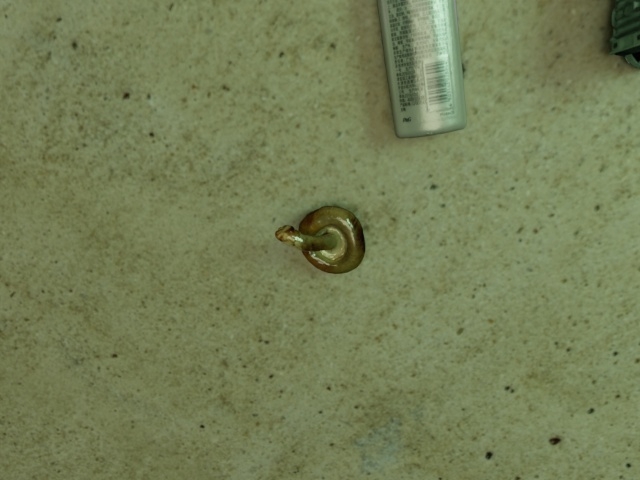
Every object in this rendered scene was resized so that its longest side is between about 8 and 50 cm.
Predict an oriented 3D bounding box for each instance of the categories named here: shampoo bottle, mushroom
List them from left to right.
[{"bbox_3d":[-0.001,-0.008,0.678,0.130,0.072,0.088,19,130,-35],"label":"mushroom"},{"bbox_3d":[0.112,-0.235,0.601,0.086,0.056,0.227,-8,107,12],"label":"shampoo bottle"}]

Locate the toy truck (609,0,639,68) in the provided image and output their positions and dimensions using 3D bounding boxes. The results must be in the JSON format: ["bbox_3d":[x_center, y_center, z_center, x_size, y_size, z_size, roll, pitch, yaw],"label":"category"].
[{"bbox_3d":[0.453,-0.270,0.508,0.306,0.136,0.162,-7,100,7],"label":"toy truck"}]
